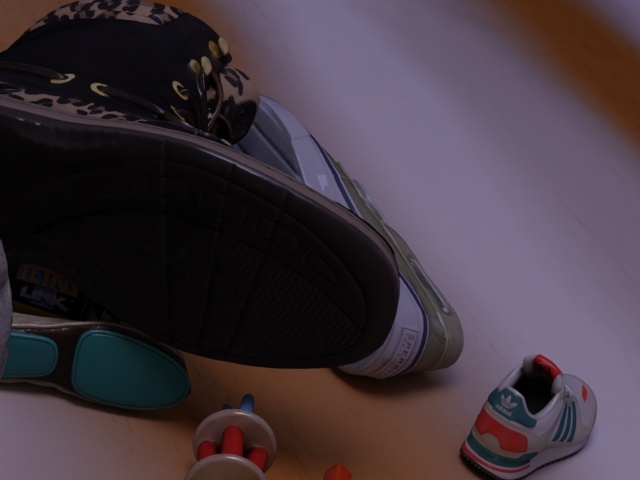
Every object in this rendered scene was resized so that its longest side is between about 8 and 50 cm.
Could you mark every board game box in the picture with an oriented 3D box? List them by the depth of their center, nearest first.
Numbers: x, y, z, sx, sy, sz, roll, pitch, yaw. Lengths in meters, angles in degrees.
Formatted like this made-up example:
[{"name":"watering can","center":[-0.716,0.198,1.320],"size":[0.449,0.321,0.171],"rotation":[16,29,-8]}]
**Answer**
[{"name":"board game box","center":[-0.165,0.001,1.160],"size":[0.141,0.048,0.170],"rotation":[20,26,-6]}]

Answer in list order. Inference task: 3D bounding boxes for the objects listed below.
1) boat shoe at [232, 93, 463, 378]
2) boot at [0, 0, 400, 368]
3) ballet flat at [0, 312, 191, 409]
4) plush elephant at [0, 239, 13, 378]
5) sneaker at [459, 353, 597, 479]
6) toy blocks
[{"name":"boat shoe","center":[0.000,0.000,1.252],"size":[0.094,0.109,0.302],"rotation":[17,31,-46]},{"name":"boot","center":[-0.102,-0.057,1.108],"size":[0.377,0.138,0.284],"rotation":[15,24,10]},{"name":"ballet flat","center":[-0.162,0.067,1.029],"size":[0.168,0.057,0.052],"rotation":[13,17,-17]},{"name":"plush elephant","center":[-0.274,0.052,0.741],"size":[0.272,0.255,0.330],"rotation":[13,27,-17]},{"name":"sneaker","center":[0.163,0.114,1.157],"size":[0.057,0.075,0.161],"rotation":[35,29,25]},{"name":"toy blocks","center":[-0.021,0.150,0.975],"size":[0.123,0.054,0.148],"rotation":[18,26,-5]}]
